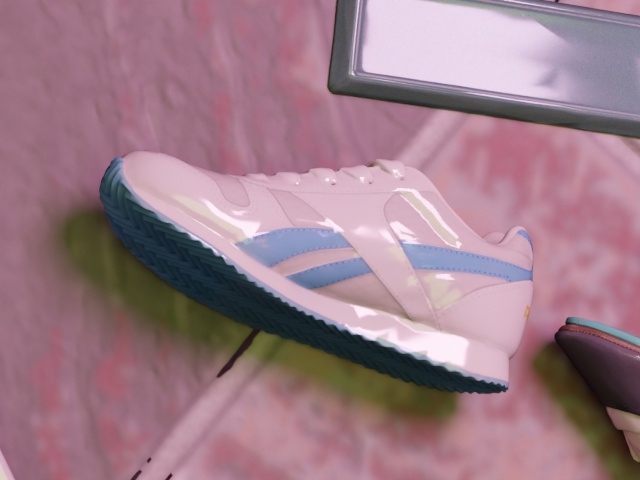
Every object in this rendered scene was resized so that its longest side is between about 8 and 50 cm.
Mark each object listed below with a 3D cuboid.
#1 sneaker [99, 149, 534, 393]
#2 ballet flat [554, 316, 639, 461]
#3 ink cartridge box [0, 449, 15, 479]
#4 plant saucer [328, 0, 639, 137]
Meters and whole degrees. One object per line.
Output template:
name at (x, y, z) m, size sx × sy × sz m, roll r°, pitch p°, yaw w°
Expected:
sneaker at (0.000, 0.000, 0.901) m, size 0.228 × 0.087 × 0.092 m, roll 23°, pitch 75°, yaw -19°
ballet flat at (0.211, 0.099, 0.952) m, size 0.203 × 0.074 × 0.074 m, roll 18°, pitch 83°, yaw -15°
ink cartridge box at (-0.258, 0.113, 0.820) m, size 0.212 × 0.093 × 0.154 m, roll -27°, pitch 93°, yaw -15°
plant saucer at (0.101, -0.099, 0.961) m, size 0.192 × 0.018 × 0.067 m, roll 7°, pitch 85°, yaw -13°
